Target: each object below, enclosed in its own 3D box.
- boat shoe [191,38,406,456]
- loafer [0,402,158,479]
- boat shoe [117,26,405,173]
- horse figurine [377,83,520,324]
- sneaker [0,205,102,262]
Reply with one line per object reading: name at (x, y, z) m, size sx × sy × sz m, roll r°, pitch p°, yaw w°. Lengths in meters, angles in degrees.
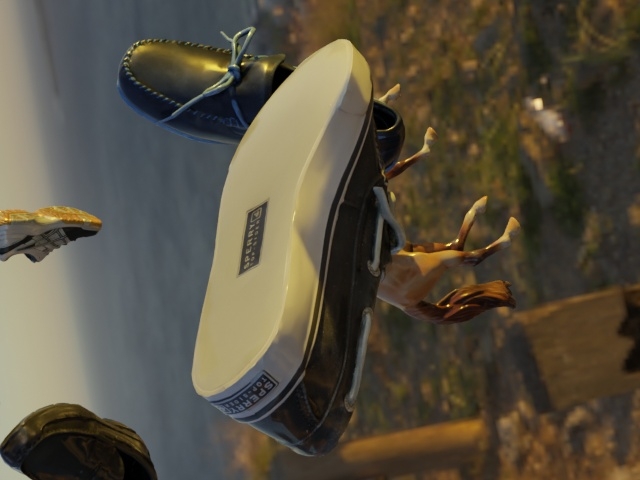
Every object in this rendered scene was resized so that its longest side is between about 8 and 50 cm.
boat shoe at (0.003, -0.001, 0.927) m, size 0.105 × 0.113 × 0.306 m, roll 38°, pitch -141°, yaw -29°
loafer at (-0.215, 0.202, 1.299) m, size 0.078 × 0.076 × 0.223 m, roll 44°, pitch -176°, yaw 23°
boat shoe at (-0.047, -0.134, 1.230) m, size 0.089 × 0.258 × 0.109 m, roll 116°, pitch 163°, yaw -66°
horse figurine at (0.068, -0.016, 1.313) m, size 0.263 × 0.174 × 0.066 m, roll 50°, pitch 176°, yaw 8°
sneaker at (-0.195, -0.003, 0.993) m, size 0.032 × 0.083 × 0.037 m, roll 29°, pitch 115°, yaw 50°
